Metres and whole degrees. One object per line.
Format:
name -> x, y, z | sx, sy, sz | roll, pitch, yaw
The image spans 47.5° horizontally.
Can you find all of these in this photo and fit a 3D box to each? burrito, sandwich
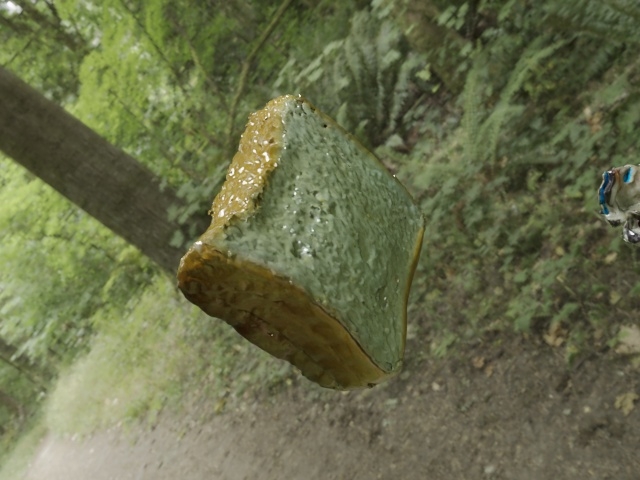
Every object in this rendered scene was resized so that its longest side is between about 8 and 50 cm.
burrito -> 0.243, -0.020, 0.461 | 0.042, 0.171, 0.051 | -8, 82, 57
sandwich -> 0.001, 0.000, 0.683 | 0.087, 0.226, 0.251 | -31, 27, 36
